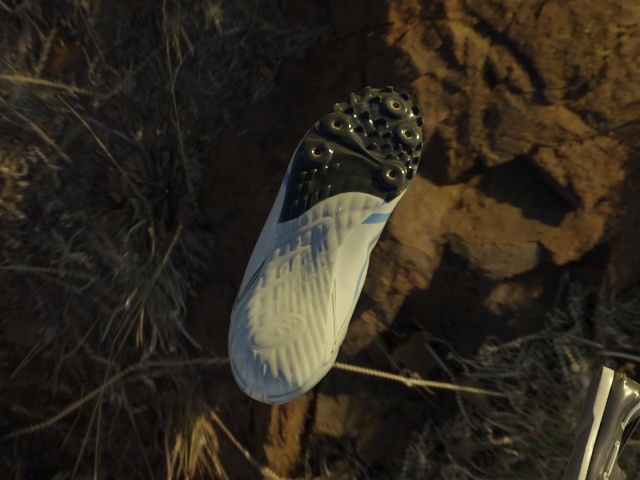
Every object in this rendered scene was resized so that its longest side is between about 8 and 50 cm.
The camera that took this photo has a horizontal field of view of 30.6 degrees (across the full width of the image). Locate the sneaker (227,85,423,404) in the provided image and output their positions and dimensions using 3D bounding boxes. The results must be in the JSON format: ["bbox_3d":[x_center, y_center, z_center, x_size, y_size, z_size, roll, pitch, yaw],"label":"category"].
[{"bbox_3d":[0.000,0.000,0.808,0.085,0.086,0.237,26,77,-3],"label":"sneaker"}]

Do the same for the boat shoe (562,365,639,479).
[{"bbox_3d":[0.265,0.217,1.092,0.065,0.075,0.206,20,62,4],"label":"boat shoe"}]
